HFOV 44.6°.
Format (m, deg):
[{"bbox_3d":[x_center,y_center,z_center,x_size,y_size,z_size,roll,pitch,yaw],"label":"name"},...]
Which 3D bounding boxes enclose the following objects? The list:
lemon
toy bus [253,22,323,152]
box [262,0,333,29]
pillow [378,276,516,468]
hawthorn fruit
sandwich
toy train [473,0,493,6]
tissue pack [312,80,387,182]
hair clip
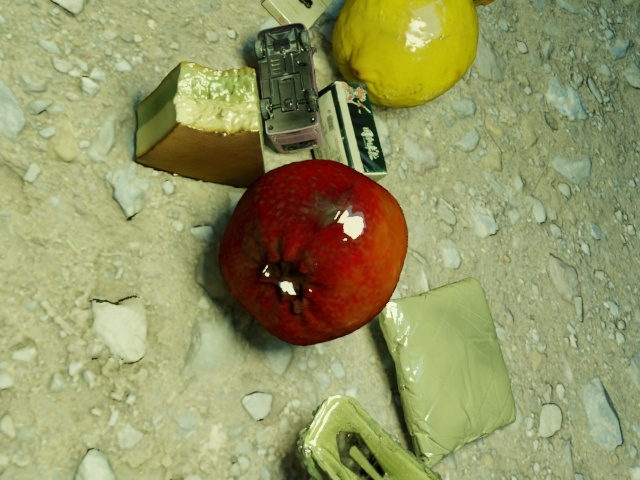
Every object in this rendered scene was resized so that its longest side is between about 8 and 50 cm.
[{"bbox_3d":[0.154,-0.366,1.400,0.284,0.260,0.260,-13,80,-44],"label":"lemon"},{"bbox_3d":[-0.048,-0.249,1.279,0.108,0.096,0.199,64,18,-68],"label":"toy bus"},{"bbox_3d":[-0.032,-0.445,1.434,0.090,0.024,0.167,45,51,-14],"label":"box"},{"bbox_3d":[0.218,0.213,1.326,0.280,0.076,0.274,-11,85,-45],"label":"pillow"},{"bbox_3d":[0.000,0.000,1.136,0.265,0.265,0.307,50,29,-10],"label":"hawthorn fruit"},{"bbox_3d":[-0.134,-0.163,1.136,0.220,0.186,0.108,11,67,-35],"label":"sandwich"},{"bbox_3d":[0.246,-0.644,1.607,0.369,0.163,0.231,66,31,-14],"label":"toy train"},{"bbox_3d":[0.040,-0.172,1.326,0.090,0.103,0.170,1,71,-38],"label":"tissue pack"},{"bbox_3d":[0.078,0.352,1.155,0.321,0.091,0.138,47,58,-22],"label":"hair clip"}]
